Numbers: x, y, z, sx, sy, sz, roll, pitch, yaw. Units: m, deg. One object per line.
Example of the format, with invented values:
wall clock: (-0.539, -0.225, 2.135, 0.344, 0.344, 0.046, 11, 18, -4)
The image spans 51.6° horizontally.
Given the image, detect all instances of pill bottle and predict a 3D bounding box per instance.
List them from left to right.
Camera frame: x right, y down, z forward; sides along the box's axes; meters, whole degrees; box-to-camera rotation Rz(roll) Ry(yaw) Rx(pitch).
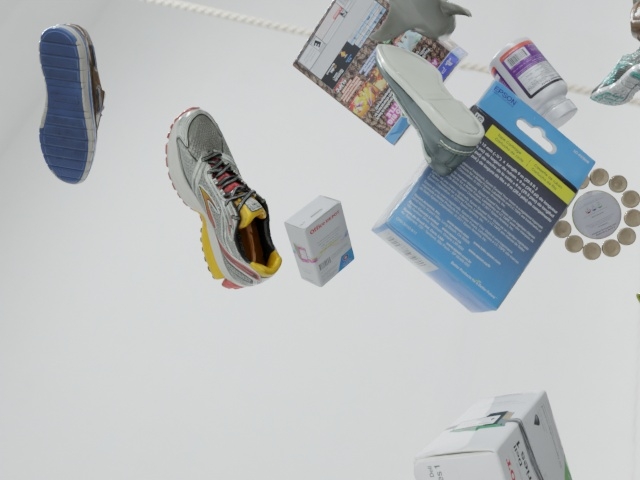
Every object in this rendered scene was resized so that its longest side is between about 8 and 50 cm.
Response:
pill bottle: (0.454, -0.327, 1.407, 0.108, 0.193, 0.108, -29, -16, -9)

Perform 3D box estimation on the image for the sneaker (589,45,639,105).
sneaker: (0.565, -0.305, 1.225, 0.166, 0.065, 0.076, 145, 141, -73)

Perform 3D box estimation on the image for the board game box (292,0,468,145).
board game box: (0.131, -0.396, 1.446, 0.232, 0.291, 0.141, -52, -2, 28)

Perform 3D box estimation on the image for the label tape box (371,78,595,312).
label tape box: (0.297, -0.079, 1.206, 0.347, 0.249, 0.115, -52, 3, -15)

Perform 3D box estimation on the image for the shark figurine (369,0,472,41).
shark figurine: (0.086, -0.330, 0.872, 0.116, 0.278, 0.166, -46, 29, 14)

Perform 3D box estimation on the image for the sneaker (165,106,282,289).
sneaker: (-0.105, -0.052, 0.785, 0.088, 0.093, 0.225, -35, -72, -42)

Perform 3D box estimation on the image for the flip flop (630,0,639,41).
flip flop: (0.622, -0.419, 1.252, 0.277, 0.080, 0.112, -74, -35, -59)

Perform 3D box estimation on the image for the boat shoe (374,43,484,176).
boat shoe: (0.167, -0.237, 1.157, 0.319, 0.116, 0.099, 62, 142, 40)

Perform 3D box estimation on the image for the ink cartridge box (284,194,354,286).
ink cartridge box: (0.000, 0.000, 1.091, 0.088, 0.052, 0.122, -39, -48, -30)

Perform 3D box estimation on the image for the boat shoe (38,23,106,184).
boat shoe: (-0.278, -0.155, 0.763, 0.066, 0.066, 0.183, -67, -10, -63)

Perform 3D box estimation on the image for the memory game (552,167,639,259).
memory game: (0.549, -0.052, 1.318, 0.012, 0.186, 0.186, 61, -136, -88)

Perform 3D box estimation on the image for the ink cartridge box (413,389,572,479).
ink cartridge box: (0.199, 0.271, 0.716, 0.219, 0.093, 0.160, -9, -98, -60)

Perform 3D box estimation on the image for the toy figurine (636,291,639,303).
toy figurine: (0.801, 0.173, 1.374, 0.217, 0.362, 0.191, -9, -97, -43)
